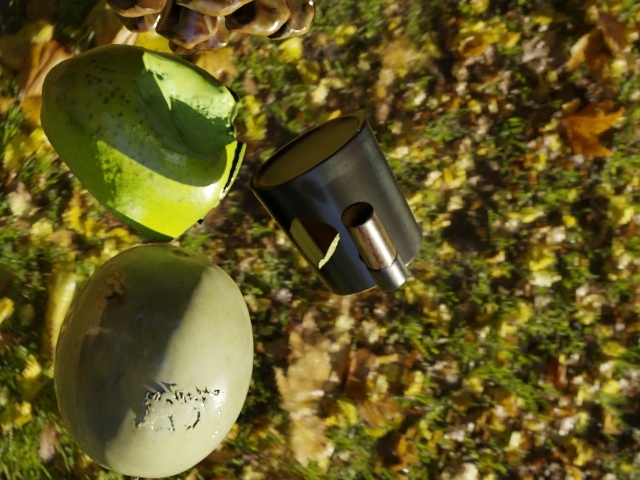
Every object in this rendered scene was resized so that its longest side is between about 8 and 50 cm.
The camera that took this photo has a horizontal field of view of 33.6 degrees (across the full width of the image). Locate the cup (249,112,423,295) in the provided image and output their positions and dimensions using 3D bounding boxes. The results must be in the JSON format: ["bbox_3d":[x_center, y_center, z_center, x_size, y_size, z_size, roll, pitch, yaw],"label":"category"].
[{"bbox_3d":[0.019,-0.024,1.295,0.166,0.239,0.177,-24,111,21],"label":"cup"}]

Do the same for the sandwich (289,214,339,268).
[{"bbox_3d":[0.000,0.000,1.183,0.044,0.083,0.031,-6,129,-28],"label":"sandwich"}]

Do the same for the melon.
[{"bbox_3d":[-0.226,0.173,1.445,0.268,0.268,0.330,12,100,-21],"label":"melon"}]

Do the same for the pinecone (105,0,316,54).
[{"bbox_3d":[-0.096,-0.336,0.975,0.384,0.384,0.384,0,89,-21],"label":"pinecone"}]

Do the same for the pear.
[{"bbox_3d":[-0.247,-0.171,1.432,0.292,0.159,0.292,33,34,-27],"label":"pear"}]
